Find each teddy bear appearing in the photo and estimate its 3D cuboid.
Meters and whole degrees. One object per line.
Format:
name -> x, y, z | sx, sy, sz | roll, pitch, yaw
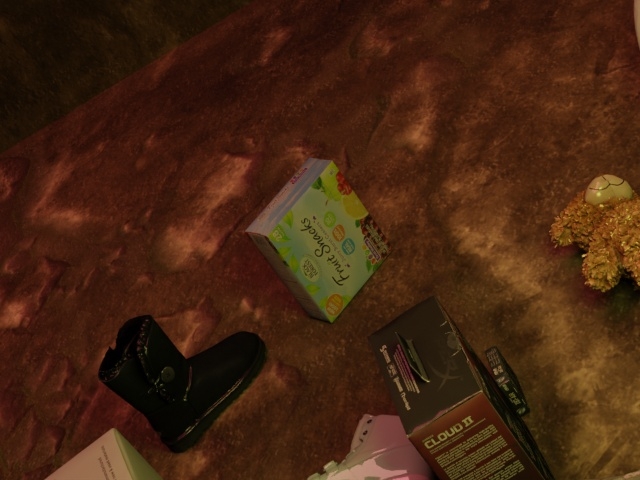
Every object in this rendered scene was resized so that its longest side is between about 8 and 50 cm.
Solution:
teddy bear -> 0.457, -0.009, 2.100 | 0.245, 0.113, 0.338 | -30, 32, 7

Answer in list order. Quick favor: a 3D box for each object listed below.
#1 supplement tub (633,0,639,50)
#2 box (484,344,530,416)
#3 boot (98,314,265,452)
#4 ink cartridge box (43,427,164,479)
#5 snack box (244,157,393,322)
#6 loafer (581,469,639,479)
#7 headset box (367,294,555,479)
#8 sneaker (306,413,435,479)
supplement tub -> 0.648, -0.328, 2.213 | 0.324, 0.235, 0.235 | -13, 38, 33
box -> 0.255, 0.192, 2.072 | 0.018, 0.067, 0.083 | -31, 32, 10
boot -> -0.219, 0.187, 2.415 | 0.246, 0.207, 0.094 | -49, 33, -21
ink cartridge box -> -0.338, 0.490, 2.060 | 0.384, 0.279, 0.160 | -38, 32, 0
snack box -> 0.000, 0.000, 2.447 | 0.070, 0.207, 0.174 | 12, 54, 51
loafer -> 0.341, 0.317, 1.776 | 0.319, 0.112, 0.111 | -31, 40, 11
headset box -> 0.179, 0.224, 1.884 | 0.110, 0.293, 0.218 | -32, 32, 6
sneaker -> 0.035, 0.321, 2.088 | 0.256, 0.094, 0.151 | -15, 42, 15
